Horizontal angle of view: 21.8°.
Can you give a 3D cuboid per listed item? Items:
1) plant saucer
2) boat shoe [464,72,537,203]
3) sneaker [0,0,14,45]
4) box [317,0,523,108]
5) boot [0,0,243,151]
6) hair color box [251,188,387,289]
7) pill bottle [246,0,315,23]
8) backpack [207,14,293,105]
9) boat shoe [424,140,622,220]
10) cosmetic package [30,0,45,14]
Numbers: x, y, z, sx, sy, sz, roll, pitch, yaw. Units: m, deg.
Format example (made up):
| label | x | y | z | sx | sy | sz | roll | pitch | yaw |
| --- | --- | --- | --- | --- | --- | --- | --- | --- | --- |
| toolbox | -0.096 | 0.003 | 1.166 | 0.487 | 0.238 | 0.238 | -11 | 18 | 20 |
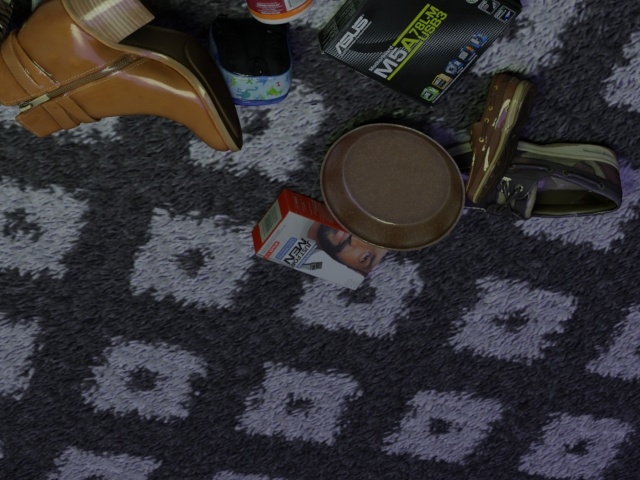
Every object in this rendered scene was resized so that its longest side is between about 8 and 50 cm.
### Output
| label | x | y | z | sx | sy | sz | roll | pitch | yaw |
| --- | --- | --- | --- | --- | --- | --- | --- | --- | --- |
| plant saucer | 0.099 | -0.078 | 2.232 | 0.199 | 0.036 | 0.198 | 8 | 124 | 11 |
| boat shoe | 0.227 | -0.136 | 2.195 | 0.064 | 0.060 | 0.178 | -11 | 125 | -63 |
| sneaker | -0.384 | -0.263 | 1.890 | 0.071 | 0.188 | 0.066 | -33 | 131 | 6 |
| box | 0.124 | -0.273 | 2.082 | 0.184 | 0.045 | 0.190 | 23 | 124 | -32 |
| boot | -0.242 | -0.168 | 1.944 | 0.220 | 0.109 | 0.283 | -31 | 127 | 17 |
| hair color box | 0.000 | 0.000 | 2.312 | 0.167 | 0.053 | 0.093 | 19 | 126 | -28 |
| pill bottle | -0.061 | -0.337 | 1.956 | 0.086 | 0.086 | 0.152 | -15 | 133 | 3 |
| backpack | -0.085 | -0.213 | 2.048 | 0.105 | 0.114 | 0.084 | -1 | 133 | -11 |
| boat shoe | 0.276 | -0.074 | 2.267 | 0.285 | 0.092 | 0.103 | -1 | 136 | -9 |
| cosmetic package | -0.281 | -0.306 | 1.944 | 0.117 | 0.085 | 0.231 | 1 | 131 | -12 |
